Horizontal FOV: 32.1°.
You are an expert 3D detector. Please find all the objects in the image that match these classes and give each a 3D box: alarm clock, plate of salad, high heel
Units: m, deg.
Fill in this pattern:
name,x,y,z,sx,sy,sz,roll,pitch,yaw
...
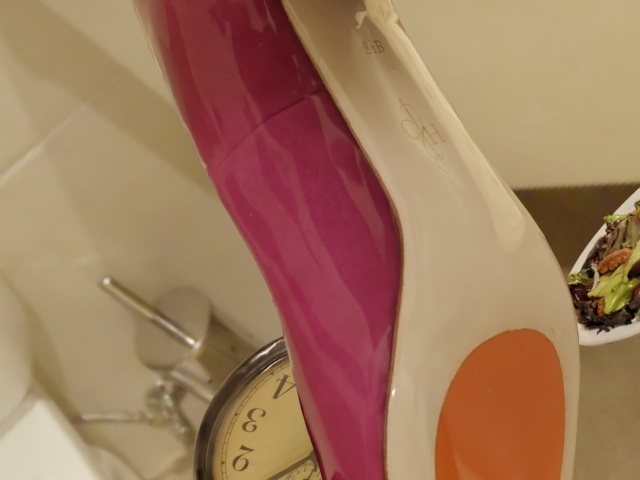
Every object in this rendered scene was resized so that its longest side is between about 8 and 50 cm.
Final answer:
name,x,y,z,sx,sy,sz,roll,pitch,yaw
alarm clock,-0.001,0.122,0.527,0.129,0.064,0.192,14,56,30
plate of salad,0.215,-0.017,0.679,0.200,0.048,0.200,-44,11,11
high heel,0.000,0.000,0.478,0.181,0.127,0.377,-7,87,45
